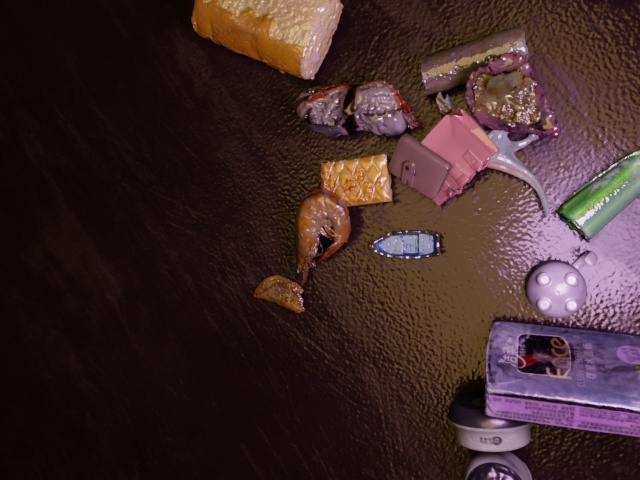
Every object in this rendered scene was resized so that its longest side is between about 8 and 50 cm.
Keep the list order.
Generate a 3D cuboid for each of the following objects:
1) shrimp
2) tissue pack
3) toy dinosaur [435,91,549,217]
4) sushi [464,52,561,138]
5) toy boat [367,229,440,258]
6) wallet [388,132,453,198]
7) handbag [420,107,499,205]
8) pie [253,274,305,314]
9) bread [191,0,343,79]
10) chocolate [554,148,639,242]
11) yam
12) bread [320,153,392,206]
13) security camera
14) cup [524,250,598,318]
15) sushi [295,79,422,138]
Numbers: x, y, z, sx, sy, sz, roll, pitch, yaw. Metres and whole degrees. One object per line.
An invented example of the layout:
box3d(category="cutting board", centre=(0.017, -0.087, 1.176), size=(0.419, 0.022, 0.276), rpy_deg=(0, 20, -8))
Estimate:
box3d(category="shrimp", centre=(0.000, 0.000, 1.531), size=(0.152, 0.063, 0.287), rpy_deg=(13, 115, 10))
box3d(category="tissue pack", centre=(0.554, 0.304, 1.270), size=(0.362, 0.259, 0.122), rpy_deg=(5, 118, 19))
box3d(category="toy dinosaur", centre=(0.447, -0.228, 1.387), size=(0.206, 0.092, 0.392), rpy_deg=(-29, 85, 15))
box3d(category="sushi", centre=(0.425, -0.306, 1.297), size=(0.161, 0.107, 0.241), rpy_deg=(-27, 77, 25))
box3d(category="toy boat", centre=(0.217, 0.011, 1.474), size=(0.186, 0.077, 0.075), rpy_deg=(1, 92, 19))
box3d(category="wallet", centre=(0.241, -0.180, 1.412), size=(0.153, 0.039, 0.118), rpy_deg=(37, 133, 21))
box3d(category="handbag", centre=(0.316, -0.200, 1.399), size=(0.157, 0.059, 0.212), rpy_deg=(49, 138, 9))
box3d(category="pie", centre=(-0.109, 0.147, 1.611), size=(0.170, 0.034, 0.092), rpy_deg=(21, 99, 23))
box3d(category="bread", centre=(-0.146, -0.597, 1.541), size=(0.376, 0.165, 0.236), rpy_deg=(25, 101, 15))
box3d(category="chocolate", centre=(0.686, -0.129, 1.306), size=(0.291, 0.110, 0.110), rpy_deg=(-43, 78, 12))
box3d(category="yam", centre=(0.371, -0.438, 1.402), size=(0.259, 0.106, 0.106), rpy_deg=(-13, 87, 18))
box3d(category="bread", centre=(0.095, -0.155, 1.517), size=(0.189, 0.068, 0.125), rpy_deg=(-5, 90, 19))
box3d(category="security camera", centre=(0.413, 0.516, 1.359), size=(0.197, 0.191, 0.277), rpy_deg=(-5, 90, 17))
box3d(category="cup", centre=(0.566, 0.108, 1.325), size=(0.174, 0.142, 0.134), rpy_deg=(-16, 85, 18))
box3d(category="sushi", centre=(0.094, -0.335, 1.487), size=(0.332, 0.124, 0.129), rpy_deg=(-1, 80, 20))
